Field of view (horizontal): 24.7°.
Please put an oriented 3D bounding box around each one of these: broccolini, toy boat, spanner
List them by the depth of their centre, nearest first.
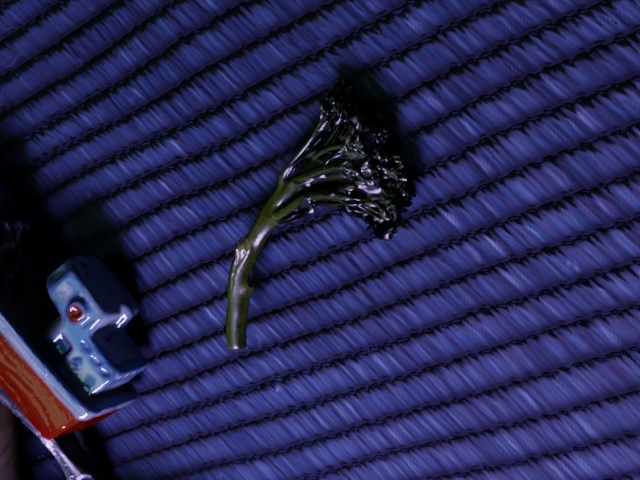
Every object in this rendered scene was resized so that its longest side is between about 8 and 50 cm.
[{"bbox_3d":[-0.005,0.005,1.227,0.123,0.062,0.271,51,126,32],"label":"broccolini"},{"bbox_3d":[-0.291,0.027,1.419,0.133,0.145,0.332,-42,80,16],"label":"toy boat"},{"bbox_3d":[-0.309,0.152,1.439,0.325,0.026,0.093,52,-177,-35],"label":"spanner"}]

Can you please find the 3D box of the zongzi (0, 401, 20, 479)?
[{"bbox_3d":[-0.479,0.311,1.603,0.447,0.181,0.418,-15,86,42],"label":"zongzi"}]
